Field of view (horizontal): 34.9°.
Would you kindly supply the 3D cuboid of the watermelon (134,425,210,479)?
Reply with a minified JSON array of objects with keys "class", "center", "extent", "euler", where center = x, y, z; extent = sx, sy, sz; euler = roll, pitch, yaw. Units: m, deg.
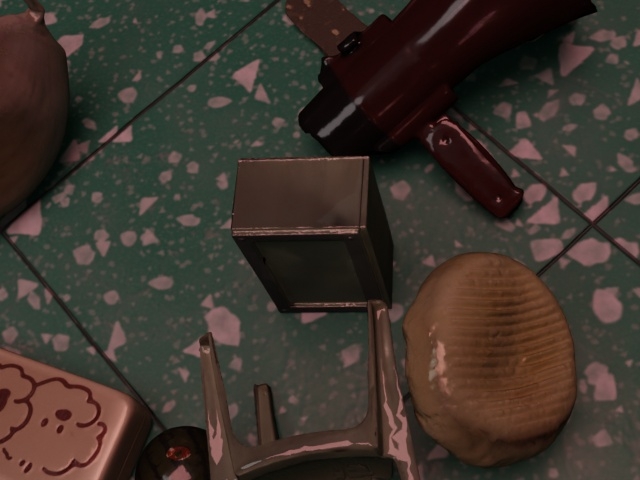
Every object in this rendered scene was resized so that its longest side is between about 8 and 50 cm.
[{"class":"watermelon","center":[-0.131,0.251,1.029],"extent":[0.105,0.105,0.133],"euler":[-35,42,-6]}]

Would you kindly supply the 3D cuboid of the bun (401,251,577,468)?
[{"class":"bun","center":[0.154,0.123,1.015],"extent":[0.222,0.127,0.222],"euler":[13,64,-28]}]

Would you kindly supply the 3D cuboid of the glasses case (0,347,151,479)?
[{"class":"glasses case","center":[-0.361,0.192,1.118],"extent":[0.336,0.076,0.144],"euler":[15,71,16]}]

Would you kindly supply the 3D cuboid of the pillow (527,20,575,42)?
[{"class":"pillow","center":[0.238,-0.294,1.229],"extent":[0.091,0.055,0.136],"euler":[-38,68,0]}]

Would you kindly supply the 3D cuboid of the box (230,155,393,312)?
[{"class":"box","center":[0.000,0.000,1.053],"extent":[0.129,0.225,0.086],"euler":[-1,67,11]}]

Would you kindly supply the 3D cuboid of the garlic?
[{"class":"garlic","center":[-0.447,-0.159,1.206],"extent":[0.231,0.246,0.340],"euler":[34,87,35]}]

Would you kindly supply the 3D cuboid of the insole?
[{"class":"insole","center":[0.046,-0.237,1.266],"extent":[0.081,0.011,0.248],"euler":[-40,66,-9]}]

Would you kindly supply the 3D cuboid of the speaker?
[{"class":"speaker","center":[0.160,-0.191,1.151],"extent":[0.329,0.259,0.198],"euler":[-48,20,18]}]

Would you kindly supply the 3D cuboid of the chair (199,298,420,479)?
[{"class":"chair","center":[0.005,0.231,0.991],"extent":[0.203,0.190,0.275],"euler":[-11,58,7]}]
